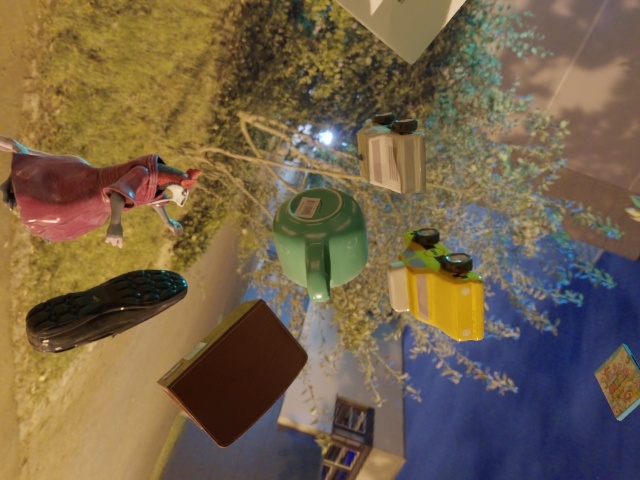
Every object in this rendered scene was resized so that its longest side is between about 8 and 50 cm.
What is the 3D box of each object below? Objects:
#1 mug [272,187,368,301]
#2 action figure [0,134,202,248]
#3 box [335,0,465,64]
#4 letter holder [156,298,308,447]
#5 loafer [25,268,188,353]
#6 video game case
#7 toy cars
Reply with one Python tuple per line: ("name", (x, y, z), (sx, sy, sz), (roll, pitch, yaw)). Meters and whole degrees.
("mug", (0.005, -0.006, 0.687), (0.158, 0.130, 0.097), (45, -25, 45))
("action figure", (-0.436, -0.115, 1.072), (0.248, 0.370, 0.275), (-167, -118, -88))
("box", (0.103, -0.453, 0.828), (0.168, 0.215, 0.345), (-49, -160, 23))
("letter holder", (-0.208, 0.325, 1.255), (0.302, 0.214, 0.152), (-43, -169, -26))
("loafer", (-0.304, 0.102, 0.737), (0.223, 0.076, 0.078), (-18, 143, -34))
("video game case", (0.772, 0.360, 1.295), (0.166, 0.015, 0.119), (-74, -171, -61))
("toy cars", (0.107, -0.036, 0.689), (0.176, 0.087, 0.393), (95, -17, -61))
